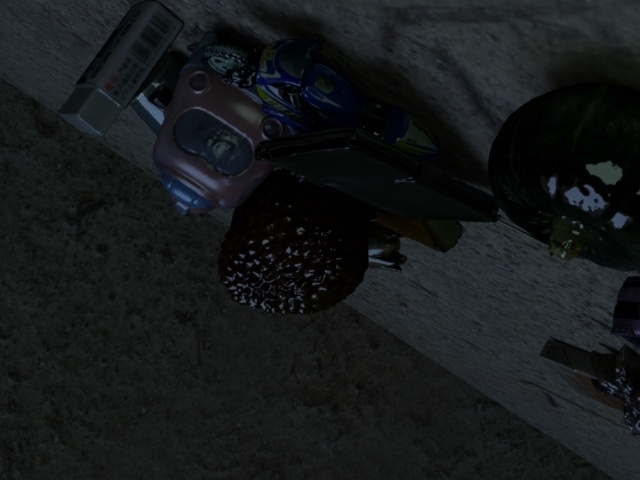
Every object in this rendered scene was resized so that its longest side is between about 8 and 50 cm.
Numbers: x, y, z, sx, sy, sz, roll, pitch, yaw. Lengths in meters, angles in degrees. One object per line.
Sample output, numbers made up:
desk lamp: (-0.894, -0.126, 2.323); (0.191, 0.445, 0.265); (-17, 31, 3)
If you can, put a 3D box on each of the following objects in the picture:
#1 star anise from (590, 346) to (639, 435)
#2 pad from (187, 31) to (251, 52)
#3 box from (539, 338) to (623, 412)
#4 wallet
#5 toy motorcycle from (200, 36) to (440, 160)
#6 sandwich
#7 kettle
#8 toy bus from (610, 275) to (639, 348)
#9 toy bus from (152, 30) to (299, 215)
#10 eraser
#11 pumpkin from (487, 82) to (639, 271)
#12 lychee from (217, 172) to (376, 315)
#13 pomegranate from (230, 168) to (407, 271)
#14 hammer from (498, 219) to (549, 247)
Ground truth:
star anise: (0.586, 0.282, 1.633); (0.212, 0.073, 0.197); (52, 155, 6)
pad: (-0.052, -0.215, 1.409); (0.330, 0.004, 0.220); (35, 170, -23)
box: (0.640, 0.316, 1.809); (0.205, 0.051, 0.365); (39, 168, -38)
wallet: (0.084, -0.079, 1.155); (0.169, 0.044, 0.317); (-2, 165, 44)
toy motorcycle: (0.004, -0.175, 1.124); (0.315, 0.113, 0.169); (26, 165, -23)
sandwich: (0.107, -0.071, 1.459); (0.212, 0.063, 0.245); (26, 170, 29)
kettle: (-0.218, -0.222, 1.592); (0.243, 0.160, 0.210); (44, -165, -25)
toy bus: (0.472, 0.121, 1.171); (0.178, 0.098, 0.087); (34, 172, -9)
toy bus: (-0.148, -0.148, 1.332); (0.197, 0.231, 0.294); (33, 172, -6)
eraser: (-0.305, -0.260, 1.354); (0.068, 0.210, 0.124); (39, 169, -30)
pumpkin: (0.251, -0.051, 0.803); (0.212, 0.152, 0.211); (18, 160, 7)
lychee: (-0.036, 0.008, 1.423); (0.235, 0.271, 0.236); (57, -177, -5)
pomegranate: (0.000, 0.000, 1.677); (0.341, 0.284, 0.285); (0, 157, 25)
hammer: (0.300, -0.011, 1.314); (0.123, 0.014, 0.029); (27, 179, 12)
